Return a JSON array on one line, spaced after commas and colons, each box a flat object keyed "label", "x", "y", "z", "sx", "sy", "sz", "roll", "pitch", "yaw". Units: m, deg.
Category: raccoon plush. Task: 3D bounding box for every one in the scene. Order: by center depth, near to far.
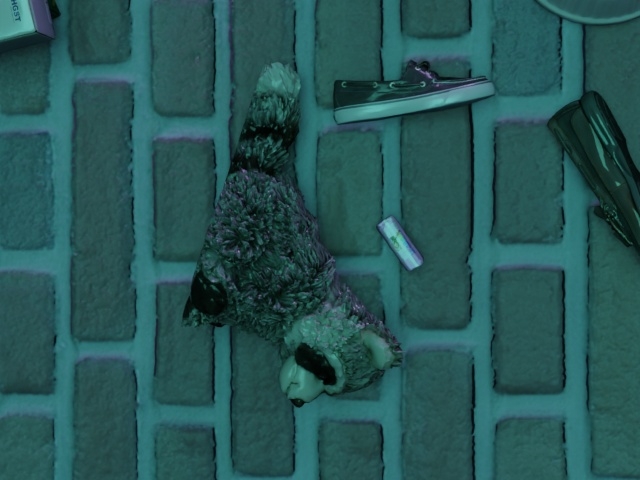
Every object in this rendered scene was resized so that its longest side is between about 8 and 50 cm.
[{"label": "raccoon plush", "x": 0.000, "y": 0.000, "z": 1.812, "sx": 0.299, "sy": 0.216, "sz": 0.446, "roll": 17, "pitch": 92, "yaw": -2}]

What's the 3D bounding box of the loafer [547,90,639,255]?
[{"label": "loafer", "x": 0.402, "y": -0.072, "z": 1.827, "sx": 0.084, "sy": 0.096, "sz": 0.267, "roll": -27, "pitch": 81, "yaw": 25}]

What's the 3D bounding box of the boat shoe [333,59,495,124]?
[{"label": "boat shoe", "x": 0.127, "y": -0.215, "z": 1.854, "sx": 0.229, "sy": 0.080, "sz": 0.076, "roll": -8, "pitch": 91, "yaw": 13}]

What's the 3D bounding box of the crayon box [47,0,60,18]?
[{"label": "crayon box", "x": -0.537, "y": -0.355, "z": 1.914, "sx": 0.279, "sy": 0.081, "sz": 0.165, "roll": -21, "pitch": 89, "yaw": 6}]

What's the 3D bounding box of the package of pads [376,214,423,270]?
[{"label": "package of pads", "x": 0.113, "y": 0.005, "z": 1.866, "sx": 0.032, "sy": 0.050, "sz": 0.083, "roll": -36, "pitch": 87, "yaw": 0}]

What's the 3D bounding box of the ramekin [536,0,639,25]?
[{"label": "ramekin", "x": 0.388, "y": -0.436, "z": 1.795, "sx": 0.273, "sy": 0.127, "sz": 0.272, "roll": 0, "pitch": 90, "yaw": 6}]

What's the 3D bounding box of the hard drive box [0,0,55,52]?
[{"label": "hard drive box", "x": -0.505, "y": -0.340, "z": 1.824, "sx": 0.232, "sy": 0.089, "sz": 0.181, "roll": -12, "pitch": 90, "yaw": 6}]
